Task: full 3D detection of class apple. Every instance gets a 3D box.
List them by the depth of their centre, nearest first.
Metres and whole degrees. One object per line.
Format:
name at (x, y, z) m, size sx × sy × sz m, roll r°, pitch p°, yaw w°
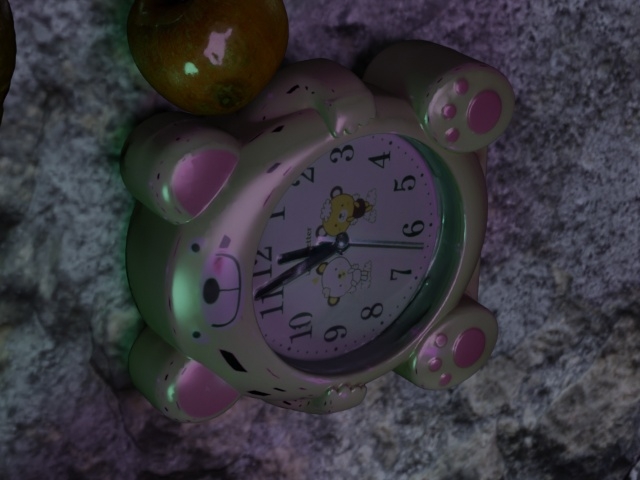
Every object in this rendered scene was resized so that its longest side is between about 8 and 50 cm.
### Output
apple at (-0.073, -0.141, 1.030) m, size 0.102 × 0.099 × 0.114 m, roll 53°, pitch 34°, yaw -42°

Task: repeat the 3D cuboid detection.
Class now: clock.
clock at (0.000, 0.000, 1.149) m, size 0.309 × 0.114 × 0.284 m, roll -14°, pitch 119°, yaw -31°

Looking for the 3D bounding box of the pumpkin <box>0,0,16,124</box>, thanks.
pumpkin at (-0.275, -0.102, 0.868) m, size 0.219 × 0.162 × 0.219 m, roll -12°, pitch 112°, yaw -31°
